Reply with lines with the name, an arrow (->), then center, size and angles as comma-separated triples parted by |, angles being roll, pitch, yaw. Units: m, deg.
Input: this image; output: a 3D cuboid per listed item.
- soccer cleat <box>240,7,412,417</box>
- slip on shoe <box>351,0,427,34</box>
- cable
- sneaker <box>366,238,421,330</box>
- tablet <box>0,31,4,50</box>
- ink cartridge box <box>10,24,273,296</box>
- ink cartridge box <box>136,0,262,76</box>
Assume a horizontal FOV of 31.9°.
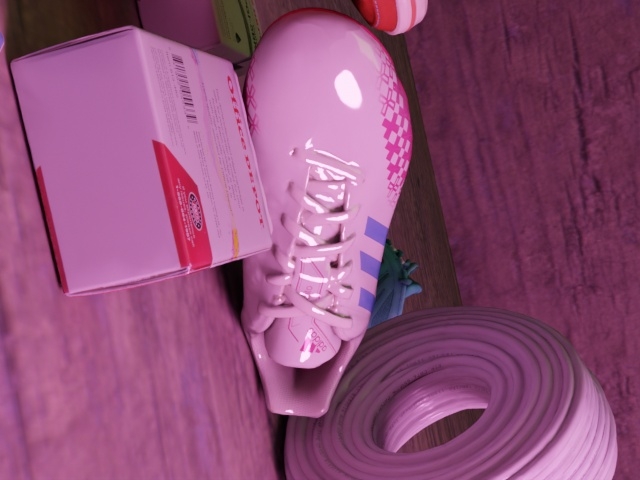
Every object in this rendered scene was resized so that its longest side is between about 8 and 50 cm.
soccer cleat -> 0.000, 0.000, 0.782 | 0.331, 0.116, 0.143 | 91, 5, -49
slip on shoe -> -0.063, -0.241, 0.670 | 0.331, 0.101, 0.123 | 43, 0, -18
cable -> 0.097, 0.151, 0.879 | 0.257, 0.257, 0.089 | -82, 152, -58
sneaker -> 0.044, 0.032, 1.119 | 0.107, 0.110, 0.275 | -40, 116, -77
tablet -> -0.167, -0.092, 0.509 | 0.083, 0.006, 0.054 | -87, 161, -49
ink cartridge box -> -0.093, -0.043, 0.641 | 0.175, 0.072, 0.127 | -15, 92, -78
ink cartridge box -> -0.090, -0.178, 0.840 | 0.135, 0.056, 0.099 | -11, 87, -78
